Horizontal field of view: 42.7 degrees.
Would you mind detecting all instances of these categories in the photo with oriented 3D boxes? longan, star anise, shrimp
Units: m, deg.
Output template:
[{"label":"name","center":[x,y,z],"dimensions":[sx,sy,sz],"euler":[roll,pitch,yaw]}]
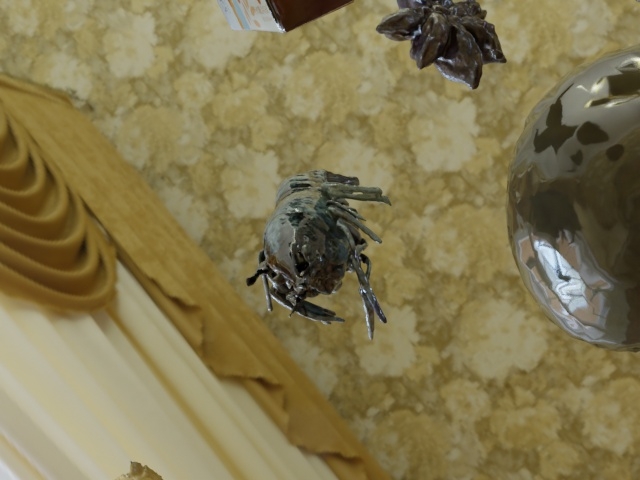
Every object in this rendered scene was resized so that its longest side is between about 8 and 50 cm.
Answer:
[{"label":"longan","center":[0.461,-0.070,1.139],"dimensions":[0.436,0.404,0.404],"euler":[-33,-12,10]},{"label":"star anise","center":[0.178,-0.293,1.142],"dimensions":[0.073,0.197,0.212],"euler":[-53,14,44]},{"label":"shrimp","center":[-0.003,-0.001,1.020],"dimensions":[0.221,0.166,0.410],"euler":[-53,23,18]}]

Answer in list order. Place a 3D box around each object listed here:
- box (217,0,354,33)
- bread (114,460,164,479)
[{"label":"box","center":[-0.121,-0.499,1.242],"dimensions":[0.122,0.344,0.385],"euler":[-27,21,-8]},{"label":"bread","center":[-0.251,0.431,1.231],"dimensions":[0.085,0.173,0.134],"euler":[-30,-51,-11]}]
